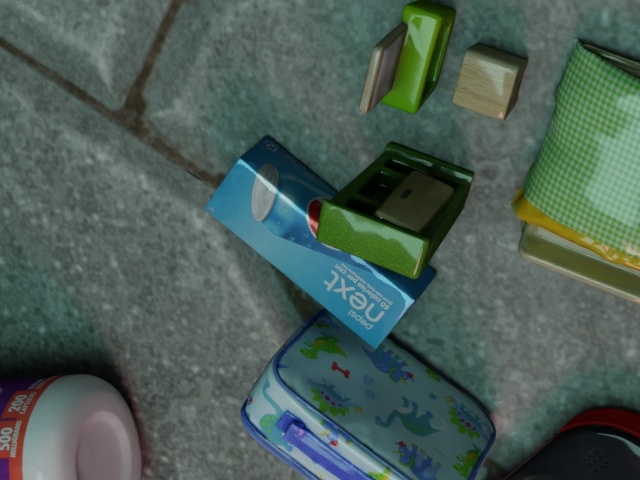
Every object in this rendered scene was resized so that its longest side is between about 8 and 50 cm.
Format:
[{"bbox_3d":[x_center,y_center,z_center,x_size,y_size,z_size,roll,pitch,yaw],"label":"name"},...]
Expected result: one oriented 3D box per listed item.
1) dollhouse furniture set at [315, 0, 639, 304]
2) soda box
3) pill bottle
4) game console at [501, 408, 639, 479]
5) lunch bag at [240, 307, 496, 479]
[{"bbox_3d":[0.177,-0.058,1.357,0.301,0.151,0.198,21,119,14],"label":"dollhouse furniture set"},{"bbox_3d":[0.000,0.000,1.512,0.210,0.067,0.071,39,122,3],"label":"soda box"},{"bbox_3d":[-0.364,0.238,1.712,0.323,0.181,0.181,-6,110,25],"label":"pill bottle"},{"bbox_3d":[0.301,0.370,1.550,0.386,0.060,0.342,44,122,1],"label":"game console"},{"bbox_3d":[0.043,0.172,1.505,0.219,0.176,0.090,35,121,5],"label":"lunch bag"}]
